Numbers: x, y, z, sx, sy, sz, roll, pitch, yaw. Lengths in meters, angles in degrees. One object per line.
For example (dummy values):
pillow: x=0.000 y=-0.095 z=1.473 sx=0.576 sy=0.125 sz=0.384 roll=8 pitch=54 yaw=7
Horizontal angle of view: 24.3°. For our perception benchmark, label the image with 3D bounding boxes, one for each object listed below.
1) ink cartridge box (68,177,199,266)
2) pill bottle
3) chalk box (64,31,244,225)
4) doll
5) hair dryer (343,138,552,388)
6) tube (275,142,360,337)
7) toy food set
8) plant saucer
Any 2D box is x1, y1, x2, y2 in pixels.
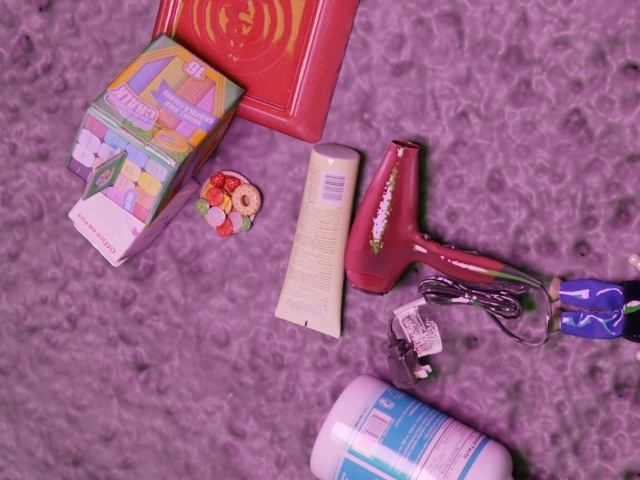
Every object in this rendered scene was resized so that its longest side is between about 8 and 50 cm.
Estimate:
ink cartridge box: x=-0.246 y=-0.046 z=1.918 sx=0.092 sy=0.090 sz=0.143 roll=46 pitch=114 yaw=8
pill bottle: x=0.130 y=0.281 z=1.801 sx=0.264 sy=0.146 sz=0.146 roll=28 pitch=110 yaw=15
chalk box: x=-0.211 y=-0.121 z=1.792 sx=0.132 sy=0.213 sz=0.132 roll=35 pitch=141 yaw=0
doll: x=0.362 y=0.076 z=1.721 sx=0.189 sy=0.046 sz=0.129 roll=3 pitch=103 yaw=22
hair dryer: x=0.137 y=0.016 z=1.790 sx=0.223 sy=0.080 sz=0.293 roll=-24 pitch=94 yaw=17
tube: x=0.000 y=0.000 z=1.850 sx=0.070 sy=0.062 sz=0.240 roll=-137 pitch=51 yaw=-57
toy food set: x=-0.119 y=-0.047 z=1.904 sx=0.083 sy=0.020 sz=0.082 roll=35 pitch=111 yaw=12
plant saucer: x=-0.092 y=-0.276 z=1.833 sx=0.259 sy=0.048 sz=0.258 roll=21 pitch=108 yaw=18
